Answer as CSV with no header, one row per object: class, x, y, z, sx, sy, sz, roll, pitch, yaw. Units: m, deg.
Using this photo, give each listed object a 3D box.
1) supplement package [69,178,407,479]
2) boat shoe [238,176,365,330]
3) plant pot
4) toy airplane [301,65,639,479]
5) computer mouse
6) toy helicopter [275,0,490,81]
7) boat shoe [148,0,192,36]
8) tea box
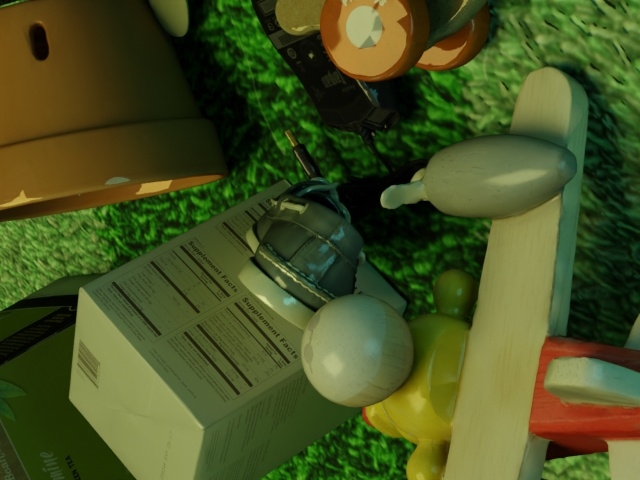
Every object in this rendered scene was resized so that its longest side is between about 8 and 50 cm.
supplement package,-0.089,0.113,1.472,0.198,0.262,0.199,45,145,23
boat shoe,0.000,0.000,1.287,0.116,0.099,0.319,36,-171,-2
plant pot,-0.256,-0.140,1.521,0.291,0.290,0.204,-12,88,56
toy airplane,0.121,0.109,1.092,0.386,0.272,0.384,-92,21,-53
computer mouse,0.012,-0.140,1.334,0.262,0.060,0.184,55,148,-8
toy helicopter,-0.008,-0.285,1.159,0.355,0.140,0.235,26,113,26
boat shoe,-0.155,-0.274,1.469,0.048,0.042,0.133,-4,113,33
tea box,-0.348,0.204,1.845,0.329,0.323,0.220,-6,111,56
